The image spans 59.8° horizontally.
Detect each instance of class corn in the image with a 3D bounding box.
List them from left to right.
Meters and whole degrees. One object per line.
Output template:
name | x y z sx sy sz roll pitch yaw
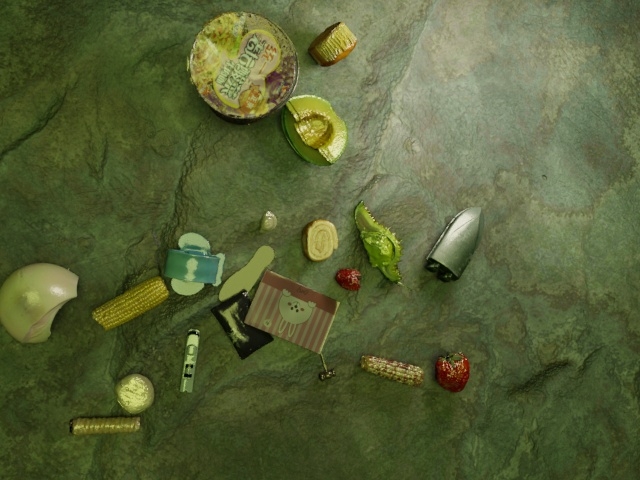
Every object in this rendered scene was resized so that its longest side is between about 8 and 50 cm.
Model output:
corn | -0.610 0.204 1.804 0.244 0.093 0.093 -29 95 -12
corn | 0.256 0.466 1.996 0.237 0.079 0.079 16 86 -10

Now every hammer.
hammer | -0.016 0.352 1.968 0.058 0.029 0.292 -18 91 -14

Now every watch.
watch | -0.404 0.083 1.799 0.211 0.193 0.211 0 91 -10

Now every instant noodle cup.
instant noodle cup | -0.257 -0.529 1.802 0.340 0.266 0.340 0 90 -13

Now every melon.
melon | -0.017 -0.383 1.934 0.169 0.129 0.265 -40 94 -32

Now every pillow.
pillow | -0.266 0.289 1.897 0.141 0.055 0.208 -30 96 -17

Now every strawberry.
strawberry | 0.100 0.137 1.969 0.096 0.083 0.083 8 87 23
strawberry | 0.482 0.482 2.023 0.131 0.131 0.148 -6 83 -12

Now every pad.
pad | -0.094 0.249 1.934 0.299 0.005 0.202 26 76 -15

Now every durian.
durian | 0.222 0.027 1.982 0.132 0.106 0.375 -27 91 -6

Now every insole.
insole | -0.252 0.122 1.928 0.086 0.005 0.253 44 82 -9

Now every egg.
egg | -0.890 0.187 1.710 0.206 0.162 0.271 35 81 -11

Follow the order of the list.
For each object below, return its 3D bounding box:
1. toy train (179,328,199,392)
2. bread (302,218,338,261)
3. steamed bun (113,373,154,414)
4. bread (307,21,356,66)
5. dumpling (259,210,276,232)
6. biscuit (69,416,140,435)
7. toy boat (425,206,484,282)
toy train | -0.437 0.402 1.864 0.043 0.047 0.207 8 89 -13
bread | 0.000 0.000 1.949 0.122 0.073 0.149 -2 90 -14
steamed bun | -0.599 0.492 1.805 0.112 0.091 0.130 -35 98 -12
bread | 0.042 -0.666 1.908 0.132 0.190 0.114 -45 106 -6
dumpling | -0.179 -0.061 1.929 0.059 0.043 0.077 14 83 -34
biscuit | -0.696 0.600 1.798 0.219 0.061 0.055 1 110 -13
toy boat | 0.514 0.001 2.055 0.141 0.092 0.319 38 75 -9
